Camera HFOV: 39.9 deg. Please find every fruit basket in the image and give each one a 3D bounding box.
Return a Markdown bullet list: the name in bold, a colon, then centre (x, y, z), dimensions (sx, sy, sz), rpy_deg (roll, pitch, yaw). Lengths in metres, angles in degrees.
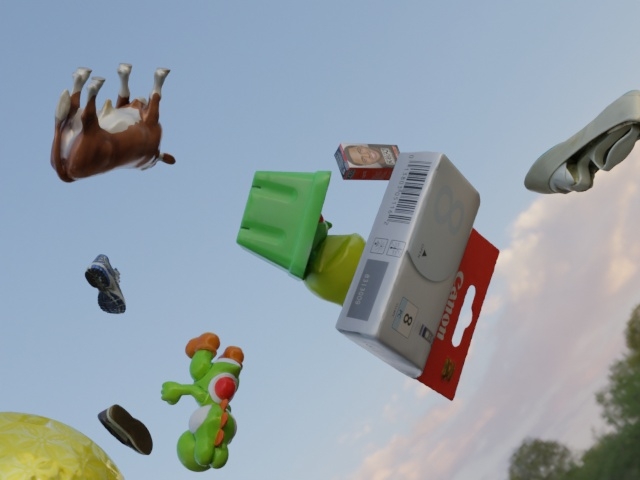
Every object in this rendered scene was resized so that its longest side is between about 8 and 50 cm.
- **fruit basket**: centre (0.000, 0.000, 2.038), dimensions (0.392, 0.392, 0.283), rpy_deg (22, -98, -62)

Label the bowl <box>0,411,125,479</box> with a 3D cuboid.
- **bowl**: centre (-0.326, 0.328, 0.862), dimensions (0.289, 0.289, 0.156), rpy_deg (-45, 12, -3)

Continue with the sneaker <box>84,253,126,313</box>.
- **sneaker**: centre (-0.378, 0.079, 1.591), dimensions (0.058, 0.052, 0.135), rpy_deg (-80, -14, -44)

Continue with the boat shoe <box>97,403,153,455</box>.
- **boat shoe**: centre (-0.401, 0.392, 1.819), dimensions (0.049, 0.056, 0.152), rpy_deg (-15, -54, 23)

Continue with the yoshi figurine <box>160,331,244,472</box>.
- **yoshi figurine**: centre (-0.290, 0.426, 2.210), dimensions (0.204, 0.362, 0.203), rpy_deg (-4, -47, 2)

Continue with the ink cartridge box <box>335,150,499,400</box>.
- **ink cartridge box**: centre (0.206, 0.078, 1.454), dimensions (0.385, 0.091, 0.308), rpy_deg (37, -112, -45)

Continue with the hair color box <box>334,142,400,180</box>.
- **hair color box**: centre (0.107, -0.168, 1.888), dimensions (0.141, 0.072, 0.043), rpy_deg (-2, -35, -26)

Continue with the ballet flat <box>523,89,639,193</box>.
- **ballet flat**: centre (0.394, -0.122, 1.301), dimensions (0.086, 0.086, 0.248), rpy_deg (-21, -19, -42)

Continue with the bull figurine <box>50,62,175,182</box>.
- **bull figurine**: centre (-0.322, -0.184, 1.420), dimensions (0.310, 0.101, 0.188), rpy_deg (-41, -38, -66)
